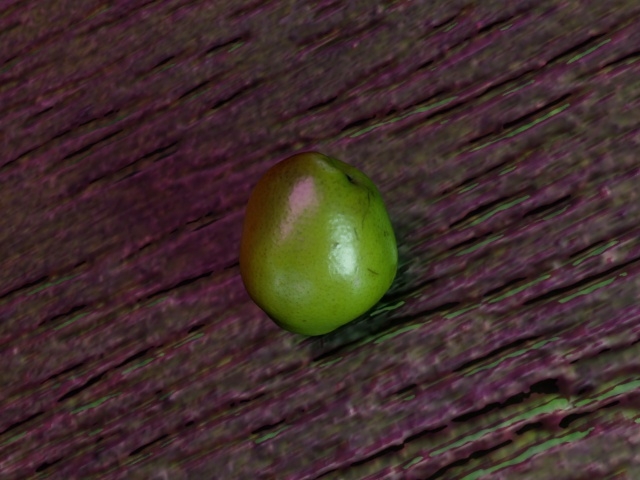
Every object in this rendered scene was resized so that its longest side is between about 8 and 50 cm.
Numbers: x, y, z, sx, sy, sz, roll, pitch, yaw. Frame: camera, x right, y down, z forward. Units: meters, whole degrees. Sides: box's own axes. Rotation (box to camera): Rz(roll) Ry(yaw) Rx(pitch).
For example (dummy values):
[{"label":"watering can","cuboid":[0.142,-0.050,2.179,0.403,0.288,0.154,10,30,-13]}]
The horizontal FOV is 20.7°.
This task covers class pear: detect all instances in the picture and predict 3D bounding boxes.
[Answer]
[{"label":"pear","cuboid":[0.000,0.000,0.916,0.092,0.097,0.092,-1,41,1]}]
